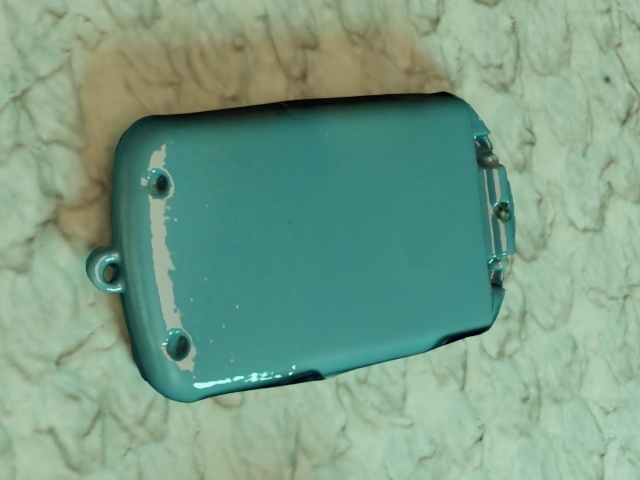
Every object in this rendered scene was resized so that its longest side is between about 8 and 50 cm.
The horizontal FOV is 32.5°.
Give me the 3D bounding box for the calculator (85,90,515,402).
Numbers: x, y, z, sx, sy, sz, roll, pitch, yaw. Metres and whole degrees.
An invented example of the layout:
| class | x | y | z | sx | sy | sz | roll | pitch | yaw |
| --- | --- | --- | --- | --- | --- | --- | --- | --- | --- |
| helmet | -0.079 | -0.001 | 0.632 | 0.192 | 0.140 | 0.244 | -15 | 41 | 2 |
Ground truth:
| class | x | y | z | sx | sy | sz | roll | pitch | yaw |
| --- | --- | --- | --- | --- | --- | --- | --- | --- | --- |
| calculator | 0.000 | 0.000 | 0.669 | 0.293 | 0.051 | 0.173 | -9 | 95 | -28 |
